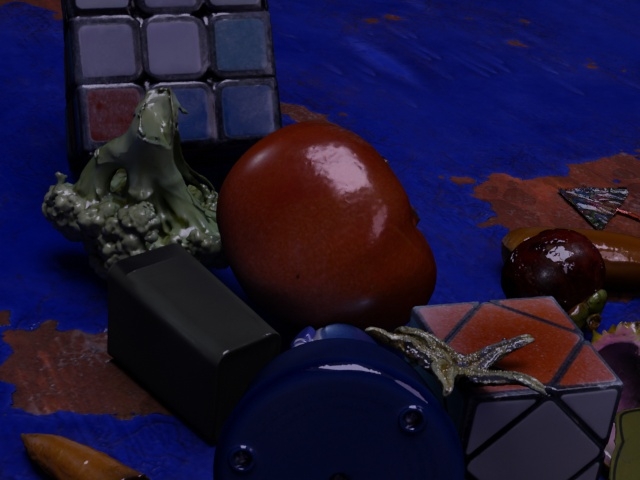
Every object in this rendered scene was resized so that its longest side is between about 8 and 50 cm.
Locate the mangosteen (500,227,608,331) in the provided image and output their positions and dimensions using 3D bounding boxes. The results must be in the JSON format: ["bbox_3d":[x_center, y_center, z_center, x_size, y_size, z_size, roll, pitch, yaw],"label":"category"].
[{"bbox_3d":[0.376,0.074,1.733,0.166,0.166,0.180,-13,60,-31],"label":"mangosteen"}]

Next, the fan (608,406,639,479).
[{"bbox_3d":[0.487,0.297,1.315,0.335,0.229,0.011,35,0,36],"label":"fan"}]

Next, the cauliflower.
[{"bbox_3d":[-0.279,-0.052,1.697,0.327,0.281,0.260,5,56,9],"label":"cauliflower"}]

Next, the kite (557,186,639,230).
[{"bbox_3d":[0.547,-0.066,2.157,0.189,0.009,0.232,22,33,23],"label":"kite"}]

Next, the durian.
[{"bbox_3d":[0.431,0.238,1.453,0.187,0.153,0.260,-17,56,5],"label":"durian"}]

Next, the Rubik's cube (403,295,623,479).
[{"bbox_3d":[0.226,0.210,1.388,0.207,0.205,0.205,-5,30,-17],"label":"Rubik's cube"}]

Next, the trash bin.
[{"bbox_3d":[-0.172,0.139,1.485,0.122,0.164,0.240,-19,41,-37],"label":"trash bin"}]

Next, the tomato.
[{"bbox_3d":[0.000,0.000,1.610,0.273,0.341,0.341,-30,38,-8],"label":"tomato"}]

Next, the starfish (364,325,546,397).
[{"bbox_3d":[0.150,0.136,1.231,0.208,0.053,0.176,9,13,17],"label":"starfish"}]

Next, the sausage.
[{"bbox_3d":[0.442,0.029,1.870,0.274,0.105,0.105,6,29,-2],"label":"sausage"}]

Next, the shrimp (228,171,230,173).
[{"bbox_3d":[-0.064,-0.107,2.062,0.217,0.051,0.115,5,35,-5],"label":"shrimp"}]

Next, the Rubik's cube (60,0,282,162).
[{"bbox_3d":[-0.278,-0.315,1.984,0.362,0.363,0.359,-6,4,-17],"label":"Rubik's cube"}]

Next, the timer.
[{"bbox_3d":[0.020,0.207,1.346,0.270,0.270,0.383,6,16,-1],"label":"timer"}]

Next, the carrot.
[{"bbox_3d":[-0.292,0.273,1.316,0.205,0.072,0.072,19,30,33],"label":"carrot"}]
